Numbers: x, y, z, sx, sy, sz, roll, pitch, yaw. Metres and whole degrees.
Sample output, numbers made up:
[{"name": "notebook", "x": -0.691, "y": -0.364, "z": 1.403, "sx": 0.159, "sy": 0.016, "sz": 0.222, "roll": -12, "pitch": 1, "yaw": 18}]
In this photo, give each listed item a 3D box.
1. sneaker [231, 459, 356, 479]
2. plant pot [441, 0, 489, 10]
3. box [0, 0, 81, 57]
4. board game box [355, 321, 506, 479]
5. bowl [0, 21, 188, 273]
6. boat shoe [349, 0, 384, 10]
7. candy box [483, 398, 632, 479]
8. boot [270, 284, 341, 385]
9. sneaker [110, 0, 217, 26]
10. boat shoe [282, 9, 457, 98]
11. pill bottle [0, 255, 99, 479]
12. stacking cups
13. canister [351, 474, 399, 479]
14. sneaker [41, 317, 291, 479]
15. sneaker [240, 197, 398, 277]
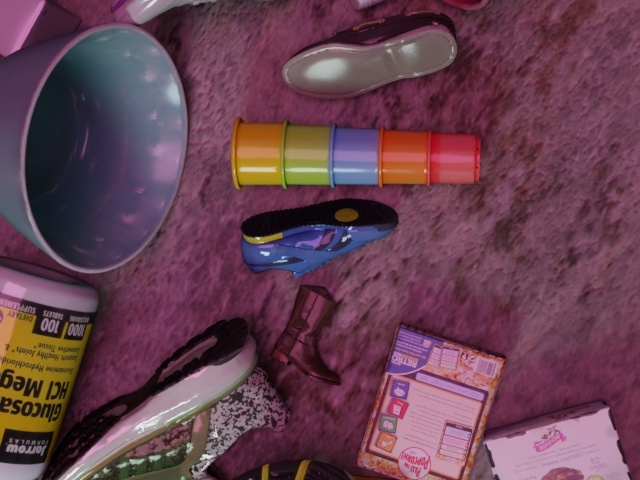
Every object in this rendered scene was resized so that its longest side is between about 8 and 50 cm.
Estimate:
[{"name": "sneaker", "x": -0.098, "y": 0.413, "z": 1.413, "sx": 0.384, "sy": 0.147, "sz": 0.145, "roll": -37, "pitch": 55, "yaw": 14}, {"name": "plant pot", "x": 0.186, "y": -0.415, "z": 1.342, "sx": 0.201, "sy": 0.201, "sz": 0.180, "roll": 43, "pitch": 81, "yaw": 5}, {"name": "box", "x": -0.429, "y": -0.308, "z": 1.455, "sx": 0.170, "sy": 0.130, "sz": 0.091, "roll": 32, "pitch": 95, "yaw": 7}, {"name": "board game box", "x": 0.143, "y": 0.221, "z": 1.426, "sx": 0.146, "sy": 0.045, "sz": 0.194, "roll": 18, "pitch": 94, "yaw": 7}, {"name": "bowl", "x": -0.322, "y": -0.127, "z": 1.383, "sx": 0.163, "sy": 0.311, "sz": 0.312, "roll": 14, "pitch": 93, "yaw": 27}, {"name": "boat shoe", "x": 0.046, "y": -0.392, "z": 1.421, "sx": 0.063, "sy": 0.066, "sz": 0.184, "roll": -19, "pitch": 81, "yaw": -13}, {"name": "candy box", "x": 0.312, "y": 0.318, "z": 1.391, "sx": 0.164, "sy": 0.070, "sz": 0.196, "roll": -17, "pitch": 89, "yaw": 9}, {"name": "boot", "x": 0.001, "y": 0.123, "z": 1.452, "sx": 0.106, "sy": 0.037, "sz": 0.114, "roll": 26, "pitch": 90, "yaw": 5}, {"name": "sneaker", "x": -0.116, "y": -0.337, "z": 1.372, "sx": 0.305, "sy": 0.114, "sz": 0.152, "roll": -33, "pitch": 122, "yaw": -1}, {"name": "boat shoe", "x": 0.063, "y": -0.242, "z": 1.418, "sx": 0.227, "sy": 0.069, "sz": 0.081, "roll": -9, "pitch": 130, "yaw": 12}, {"name": "pill bottle", "x": -0.421, "y": 0.197, "z": 1.428, "sx": 0.187, "sy": 0.188, "sz": 0.334, "roll": 17, "pitch": 90, "yaw": 8}, {"name": "stacking cups", "x": 0.047, "y": -0.116, "z": 1.412, "sx": 0.316, "sy": 0.096, "sz": 0.096, "roll": -1, "pitch": 91, "yaw": 6}, {"name": "canister", "x": 0.053, "y": 0.397, "z": 1.430, "sx": 0.126, "sy": 0.073, "sz": 0.170, "roll": 4, "pitch": 90, "yaw": 9}, {"name": "sneaker", "x": -0.211, "y": 0.287, "z": 1.442, "sx": 0.410, "sy": 0.158, "sz": 0.182, "roll": -36, "pitch": 104, "yaw": 12}, {"name": "sneaker", "x": 0.000, "y": 0.000, "z": 1.441, "sx": 0.209, "sy": 0.069, "sz": 0.082, "roll": -9, "pitch": 123, "yaw": 0}]
